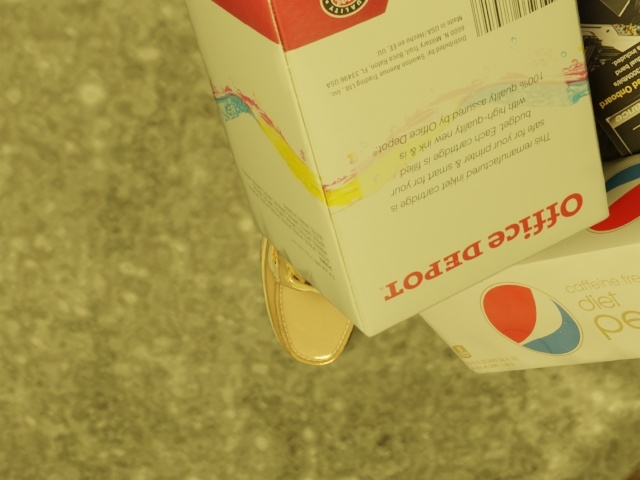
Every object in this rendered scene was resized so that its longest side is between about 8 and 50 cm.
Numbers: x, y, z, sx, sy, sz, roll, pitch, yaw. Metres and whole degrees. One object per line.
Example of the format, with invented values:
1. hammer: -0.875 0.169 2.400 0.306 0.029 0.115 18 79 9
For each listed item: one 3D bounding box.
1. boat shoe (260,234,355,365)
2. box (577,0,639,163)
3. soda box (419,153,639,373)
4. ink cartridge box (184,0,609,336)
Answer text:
1. boat shoe: 0.000 0.000 0.735 0.063 0.059 0.170 3 119 -3
2. box: 0.263 -0.137 0.655 0.307 0.076 0.242 -34 115 17
3. soda box: 0.141 0.010 0.673 0.074 0.069 0.216 48 147 -22
4. ink cartridge box: 0.027 -0.077 0.594 0.128 0.127 0.176 -25 122 -15
